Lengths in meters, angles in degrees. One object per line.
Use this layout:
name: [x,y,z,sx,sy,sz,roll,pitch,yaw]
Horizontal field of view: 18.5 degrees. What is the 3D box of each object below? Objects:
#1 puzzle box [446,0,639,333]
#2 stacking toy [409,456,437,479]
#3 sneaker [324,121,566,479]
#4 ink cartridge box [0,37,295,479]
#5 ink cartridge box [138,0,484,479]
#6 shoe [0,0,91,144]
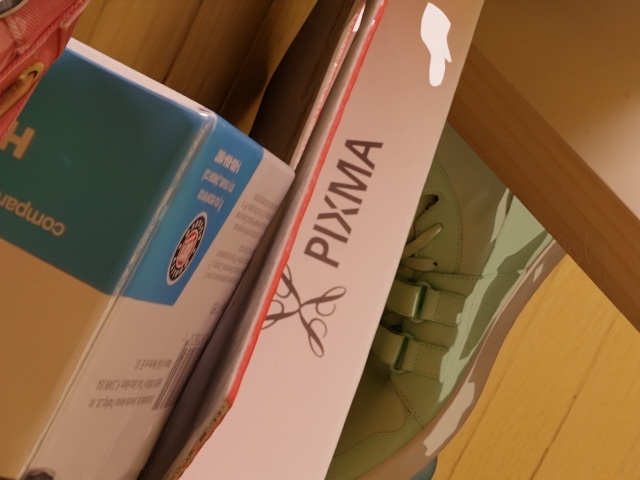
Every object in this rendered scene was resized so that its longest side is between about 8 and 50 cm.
puzzle box: [0.260,-0.081,1.000,0.409,0.272,0.052,-18,145,-34]
stacking toy: [0.034,0.047,1.154,0.141,0.141,0.330,-41,152,-69]
sneaker: [0.033,0.010,1.032,0.256,0.151,0.094,-56,-153,-3]
ink cartridge box: [-0.089,0.044,0.472,0.190,0.082,0.139,-61,173,0]
ink cartridge box: [0.000,0.000,0.660,0.239,0.060,0.275,-52,-165,56]
shoe: [-0.077,-0.040,0.356,0.178,0.063,0.081,-50,168,-34]
